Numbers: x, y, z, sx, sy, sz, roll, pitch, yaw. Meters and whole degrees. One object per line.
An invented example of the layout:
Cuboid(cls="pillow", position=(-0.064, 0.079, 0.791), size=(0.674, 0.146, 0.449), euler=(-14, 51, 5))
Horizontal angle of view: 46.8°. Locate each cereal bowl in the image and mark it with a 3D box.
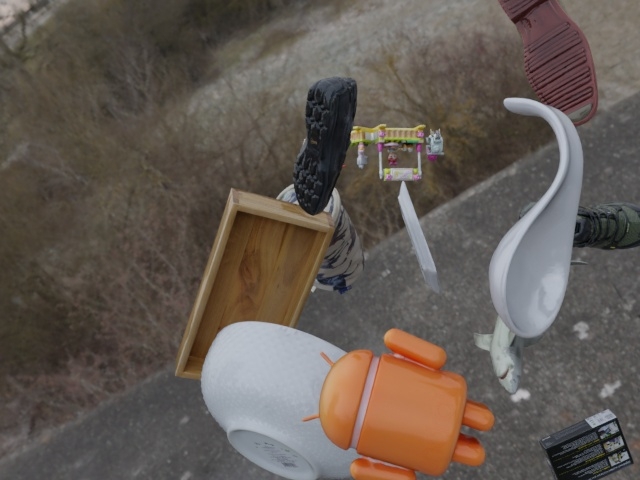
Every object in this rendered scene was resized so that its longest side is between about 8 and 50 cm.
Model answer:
Cuboid(cls="cereal bowl", position=(-0.049, 0.283, 1.187), size=(0.339, 0.339, 0.141), euler=(-14, 38, 44))

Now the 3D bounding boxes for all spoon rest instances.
Cuboid(cls="spoon rest", position=(0.249, -0.026, 0.843), size=(0.084, 0.137, 0.276), euler=(2, 90, 47))

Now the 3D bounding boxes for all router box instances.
Cuboid(cls="router box", position=(0.610, 0.485, 1.695), size=(0.179, 0.133, 0.046), euler=(-24, 14, 1))

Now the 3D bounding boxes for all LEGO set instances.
Cuboid(cls="LEGO set", position=(0.101, -0.164, 1.464), size=(0.287, 0.107, 0.132), euler=(-3, -2, 7))

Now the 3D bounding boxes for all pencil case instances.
Cuboid(cls="pencil case", position=(0.000, 0.000, 1.837), size=(0.160, 0.410, 0.183), euler=(32, 78, 23))

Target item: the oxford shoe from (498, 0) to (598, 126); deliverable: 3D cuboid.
Cuboid(cls="oxford shoe", position=(0.456, -0.379, 1.432), size=(0.123, 0.348, 0.130), euler=(-23, -13, 30))

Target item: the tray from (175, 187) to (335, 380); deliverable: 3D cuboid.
Cuboid(cls="tray", position=(-0.138, 0.110, 1.475), size=(0.076, 0.203, 0.411), euler=(-107, 35, -60))

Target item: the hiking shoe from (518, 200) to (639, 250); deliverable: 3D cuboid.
Cuboid(cls="hiking shoe", position=(0.443, -0.016, 1.215), size=(0.227, 0.086, 0.114), euler=(1, 16, 14))

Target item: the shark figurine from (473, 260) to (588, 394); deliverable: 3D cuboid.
Cuboid(cls="shark figurine", position=(0.405, 0.152, 1.442), size=(0.278, 0.116, 0.166), euler=(-69, 19, 3))

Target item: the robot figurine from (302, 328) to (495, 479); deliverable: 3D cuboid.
Cuboid(cls="robot figurine", position=(0.094, 0.203, 0.891), size=(0.219, 0.158, 0.128), euler=(14, 37, 7))

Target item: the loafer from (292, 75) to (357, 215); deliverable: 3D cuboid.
Cuboid(cls="loafer", position=(0.012, -0.136, 1.096), size=(0.078, 0.223, 0.076), euler=(-21, 46, -37))

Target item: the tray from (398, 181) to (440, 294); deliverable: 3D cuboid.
Cuboid(cls="tray", position=(0.243, -0.004, 1.852), size=(0.030, 0.145, 0.270), euler=(-18, 61, 3))
